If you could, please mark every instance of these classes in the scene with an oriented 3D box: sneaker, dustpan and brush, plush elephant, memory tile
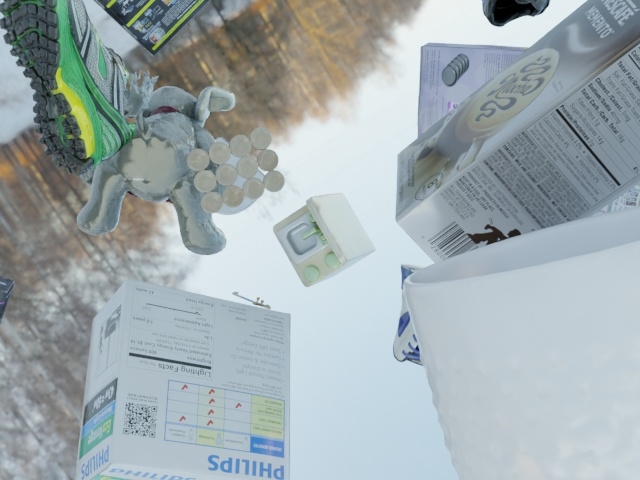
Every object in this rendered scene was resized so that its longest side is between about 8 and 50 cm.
[{"bbox_3d":[-0.379,-0.282,1.390,0.134,0.344,0.146,13,-146,33],"label":"sneaker"},{"bbox_3d":[0.436,-0.506,1.767,0.293,0.102,0.146,-31,-146,38],"label":"sneaker"},{"bbox_3d":[0.219,0.157,1.682,0.127,0.182,0.315,7,-173,-12],"label":"sneaker"},{"bbox_3d":[-0.204,-0.089,1.832,0.060,0.147,0.211,-31,-156,42],"label":"dustpan and brush"},{"bbox_3d":[-0.284,-0.171,1.659,0.271,0.330,0.255,4,-156,8],"label":"plush elephant"},{"bbox_3d":[-0.139,-0.115,1.508,0.147,0.113,0.012,-20,-171,-11],"label":"memory tile"}]

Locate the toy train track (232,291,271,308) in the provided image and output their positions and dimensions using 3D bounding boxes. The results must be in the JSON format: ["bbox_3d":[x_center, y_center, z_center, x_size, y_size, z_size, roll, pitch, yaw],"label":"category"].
[{"bbox_3d":[-0.132,0.113,1.770,0.048,0.083,0.014,-4,-115,61],"label":"toy train track"}]

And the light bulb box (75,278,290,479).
[{"bbox_3d":[-0.260,0.308,1.774,0.225,0.357,0.361,-41,-139,50],"label":"light bulb box"}]

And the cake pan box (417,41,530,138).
[{"bbox_3d":[0.312,-0.240,1.756,0.245,0.267,0.070,5,-161,17],"label":"cake pan box"}]

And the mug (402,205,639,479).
[{"bbox_3d":[0.251,0.150,0.634,0.276,0.328,0.374,-16,-178,-19],"label":"mug"}]

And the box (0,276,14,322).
[{"bbox_3d":[-0.391,0.092,0.926,0.029,0.116,0.162,-98,-149,-67],"label":"box"}]

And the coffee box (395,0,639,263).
[{"bbox_3d":[0.219,-0.103,0.870,0.297,0.119,0.168,-38,-162,22],"label":"coffee box"}]

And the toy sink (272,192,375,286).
[{"bbox_3d":[0.000,0.000,1.927,0.131,0.153,0.234,-32,176,18],"label":"toy sink"}]

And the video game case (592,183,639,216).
[{"bbox_3d":[0.390,0.044,1.231,0.244,0.270,0.061,11,-171,7],"label":"video game case"}]

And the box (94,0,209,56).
[{"bbox_3d":[-0.291,-0.506,1.660,0.270,0.216,0.060,-44,-146,7],"label":"box"}]
